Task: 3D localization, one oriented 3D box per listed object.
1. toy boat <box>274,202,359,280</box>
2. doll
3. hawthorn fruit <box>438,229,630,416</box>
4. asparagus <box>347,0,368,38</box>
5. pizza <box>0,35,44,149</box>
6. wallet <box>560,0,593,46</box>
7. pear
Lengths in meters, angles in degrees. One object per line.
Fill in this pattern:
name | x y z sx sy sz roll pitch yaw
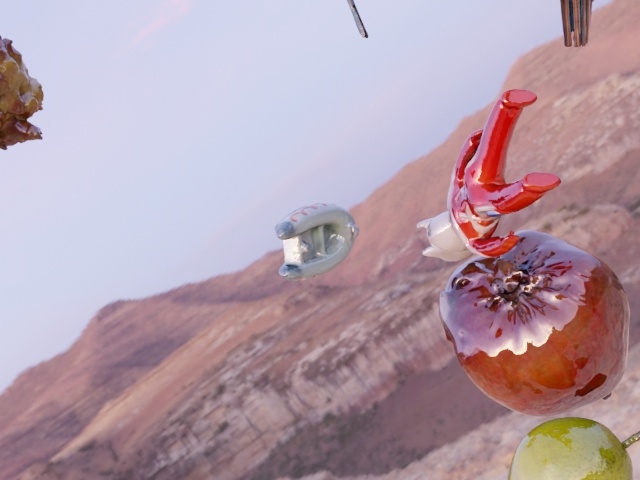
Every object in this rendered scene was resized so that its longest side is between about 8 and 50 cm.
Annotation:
toy boat | 0.000 0.000 1.564 0.078 0.134 0.207 2 15 38
doll | 0.240 -0.061 1.265 0.099 0.188 0.384 -3 -19 -14
hawthorn fruit | 0.362 0.141 1.404 0.308 0.308 0.324 -37 -25 9
asparagus | 0.037 -0.370 1.243 0.013 0.166 0.016 -24 -8 20
pizza | -0.409 -0.192 0.998 0.081 0.290 0.228 -5 -12 28
wallet | 0.288 -0.329 0.948 0.042 0.124 0.230 0 45 18
pear | 0.375 0.327 1.201 0.216 0.180 0.166 -31 32 -8
